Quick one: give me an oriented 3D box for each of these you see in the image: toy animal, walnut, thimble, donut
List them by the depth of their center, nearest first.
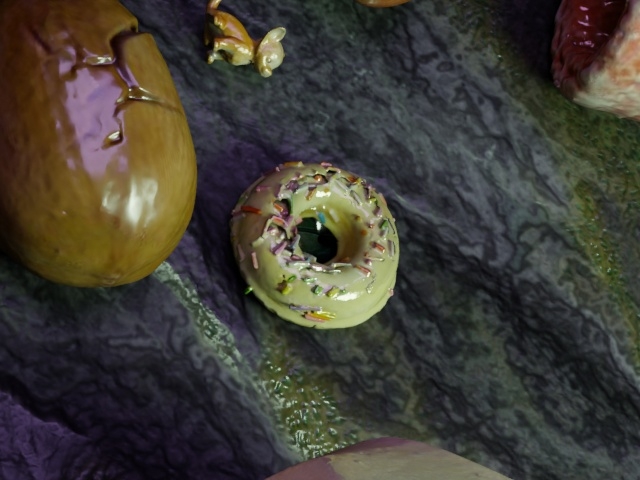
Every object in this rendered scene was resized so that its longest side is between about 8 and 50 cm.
[{"bbox_3d":[-0.216,-0.103,1.589,0.203,0.203,0.297,-17,80,-31],"label":"walnut"},{"bbox_3d":[0.000,0.000,1.714,0.175,0.068,0.174,11,62,-21],"label":"donut"},{"bbox_3d":[-0.070,-0.197,1.792,0.083,0.060,0.081,0,66,-16],"label":"toy animal"},{"bbox_3d":[0.357,-0.237,1.906,0.162,0.239,0.239,19,58,-16],"label":"thimble"}]

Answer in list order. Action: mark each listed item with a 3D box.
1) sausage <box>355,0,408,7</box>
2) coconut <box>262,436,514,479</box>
[{"bbox_3d":[0.061,-0.356,1.874,0.141,0.153,0.268,34,47,-47],"label":"sausage"},{"bbox_3d":[0.043,0.317,1.432,0.353,0.352,0.352,11,61,-20],"label":"coconut"}]
